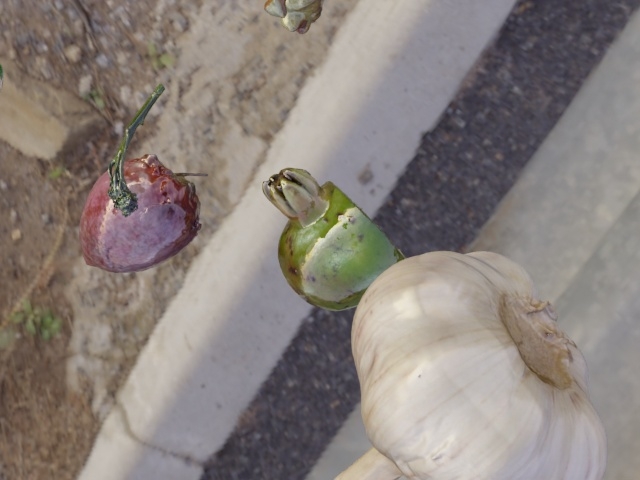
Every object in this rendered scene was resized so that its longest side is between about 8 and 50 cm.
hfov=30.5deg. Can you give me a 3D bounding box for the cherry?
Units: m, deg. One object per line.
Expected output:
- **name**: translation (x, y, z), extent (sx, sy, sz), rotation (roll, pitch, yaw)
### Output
- **cherry**: translation (-0.318, -0.032, 2.021), extent (0.250, 0.175, 0.192), rotation (-37, 158, 17)

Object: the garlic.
- **garlic**: translation (0.068, 0.119, 0.805), extent (0.199, 0.199, 0.226), rotation (28, 128, -30)

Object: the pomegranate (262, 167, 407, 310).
- **pomegranate**: translation (0.009, 0.010, 1.715), extent (0.159, 0.190, 0.241), rotation (-42, 147, -1)

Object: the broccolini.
- **broccolini**: translation (-0.260, -0.129, 1.631), extent (0.052, 0.054, 0.194), rotation (15, 88, -19)

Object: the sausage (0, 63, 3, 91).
- **sausage**: translation (-0.210, -0.006, 0.582), extent (0.033, 0.269, 0.033), rotation (7, 140, 6)

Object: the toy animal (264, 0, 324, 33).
- **toy animal**: translation (-0.027, -0.245, 0.844), extent (0.057, 0.099, 0.241), rotation (19, 133, 17)
